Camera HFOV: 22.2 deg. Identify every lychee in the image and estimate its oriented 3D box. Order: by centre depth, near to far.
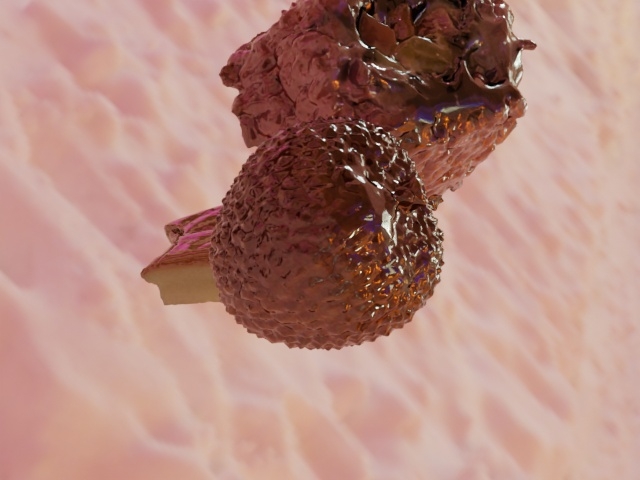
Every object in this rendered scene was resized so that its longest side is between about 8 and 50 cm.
[{"bbox_3d":[0.006,-0.003,1.280,0.194,0.194,0.194,38,24,-20],"label":"lychee"}]

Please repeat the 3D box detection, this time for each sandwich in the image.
[{"bbox_3d":[-0.055,-0.013,1.638,0.245,0.212,0.063,-51,133,-61],"label":"sandwich"}]

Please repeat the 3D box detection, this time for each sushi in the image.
[{"bbox_3d":[0.053,-0.153,1.480,0.270,0.171,0.237,-15,71,-41],"label":"sushi"}]
